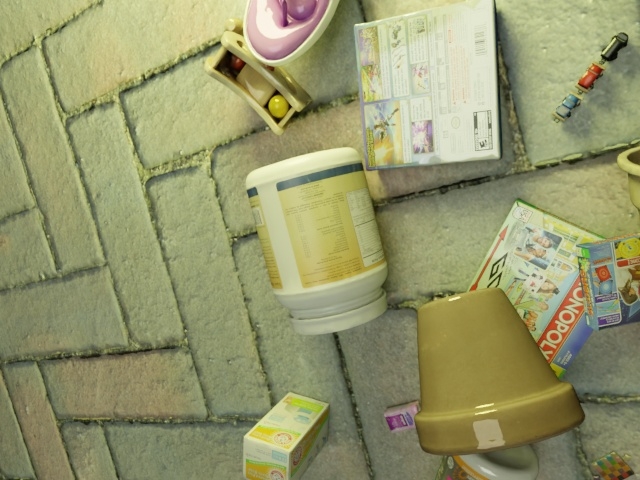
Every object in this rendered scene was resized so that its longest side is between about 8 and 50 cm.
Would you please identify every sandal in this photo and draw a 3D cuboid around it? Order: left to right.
[{"bbox_3d":[-0.016,-0.513,0.859,0.169,0.102,0.416,35,96,15],"label":"sandal"}]

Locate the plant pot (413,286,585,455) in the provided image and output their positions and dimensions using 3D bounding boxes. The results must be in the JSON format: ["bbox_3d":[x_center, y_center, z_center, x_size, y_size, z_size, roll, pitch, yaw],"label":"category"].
[{"bbox_3d":[0.267,0.205,0.815,0.263,0.263,0.229,-21,73,28],"label":"plant pot"}]

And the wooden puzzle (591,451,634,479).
[{"bbox_3d":[0.535,0.418,0.894,0.049,0.006,0.083,48,116,9],"label":"wooden puzzle"}]

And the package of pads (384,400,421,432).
[{"bbox_3d":[0.182,0.377,1.042,0.083,0.032,0.050,-25,87,28],"label":"package of pads"}]

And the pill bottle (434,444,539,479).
[{"bbox_3d":[0.296,0.501,0.940,0.162,0.162,0.278,19,108,21],"label":"pill bottle"}]

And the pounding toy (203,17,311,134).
[{"bbox_3d":[-0.118,-0.356,0.964,0.269,0.154,0.155,49,117,9],"label":"pounding toy"}]

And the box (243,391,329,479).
[{"bbox_3d":[-0.071,0.441,1.080,0.114,0.203,0.103,8,104,24],"label":"box"}]

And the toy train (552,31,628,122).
[{"bbox_3d":[0.433,-0.259,0.784,0.027,0.036,0.158,39,114,14],"label":"toy train"}]

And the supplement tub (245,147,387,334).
[{"bbox_3d":[0.000,0.000,0.940,0.228,0.228,0.316,-11,96,27],"label":"supplement tub"}]

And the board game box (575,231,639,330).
[{"bbox_3d":[0.513,0.054,0.761,0.201,0.035,0.136,-11,96,-2],"label":"board game box"}]

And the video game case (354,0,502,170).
[{"bbox_3d":[0.194,-0.270,0.883,0.244,0.061,0.269,-1,100,25],"label":"video game case"}]

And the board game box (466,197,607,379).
[{"bbox_3d":[0.380,0.111,0.883,0.214,0.046,0.317,28,111,19],"label":"board game box"}]

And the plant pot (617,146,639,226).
[{"bbox_3d":[0.557,0.040,0.606,0.334,0.334,0.305,1,108,26],"label":"plant pot"}]
